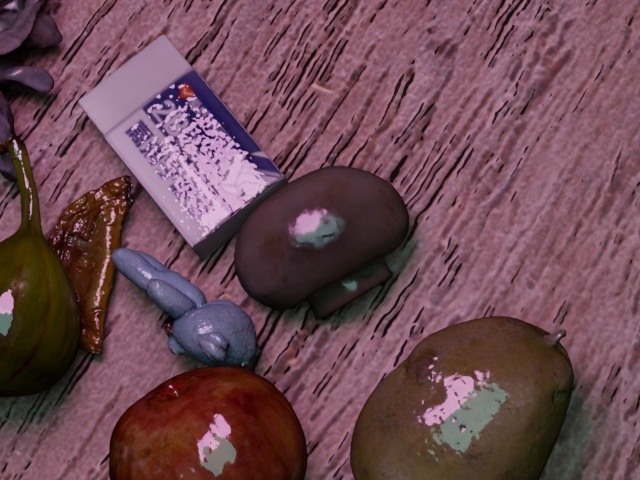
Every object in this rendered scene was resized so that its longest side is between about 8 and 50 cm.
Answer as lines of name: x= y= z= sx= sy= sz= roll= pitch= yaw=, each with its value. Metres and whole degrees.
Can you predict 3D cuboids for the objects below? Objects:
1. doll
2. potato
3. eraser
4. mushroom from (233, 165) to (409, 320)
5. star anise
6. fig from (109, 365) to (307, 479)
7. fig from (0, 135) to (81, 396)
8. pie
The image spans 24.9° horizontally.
doll: x=-0.145 y=0.076 z=1.468 sx=0.180 sy=0.120 sz=0.075 roll=29 pitch=98 yaw=17
potato: x=0.145 y=0.173 z=1.396 sx=0.174 sy=0.159 sz=0.251 roll=41 pitch=94 yaw=-13
eraser: x=-0.145 y=-0.100 z=1.529 sx=0.124 sy=0.068 sz=0.210 roll=-39 pitch=76 yaw=-3
mushroom: x=0.000 y=0.000 z=1.460 sx=0.188 sy=0.117 sz=0.141 roll=-31 pitch=84 yaw=1
star anise: x=-0.403 y=-0.224 z=1.545 sx=0.316 sy=0.139 sz=0.359 roll=-29 pitch=75 yaw=-10
fig: x=-0.097 y=0.218 z=1.394 sx=0.205 sy=0.205 sz=0.205 roll=-1 pitch=76 yaw=4
fig: x=-0.302 y=0.033 z=1.473 sx=0.151 sy=0.151 sz=0.259 roll=11 pitch=73 yaw=7
pie: x=-0.250 y=0.021 z=1.524 sx=0.088 sy=0.033 sz=0.191 roll=8 pitch=82 yaw=14
